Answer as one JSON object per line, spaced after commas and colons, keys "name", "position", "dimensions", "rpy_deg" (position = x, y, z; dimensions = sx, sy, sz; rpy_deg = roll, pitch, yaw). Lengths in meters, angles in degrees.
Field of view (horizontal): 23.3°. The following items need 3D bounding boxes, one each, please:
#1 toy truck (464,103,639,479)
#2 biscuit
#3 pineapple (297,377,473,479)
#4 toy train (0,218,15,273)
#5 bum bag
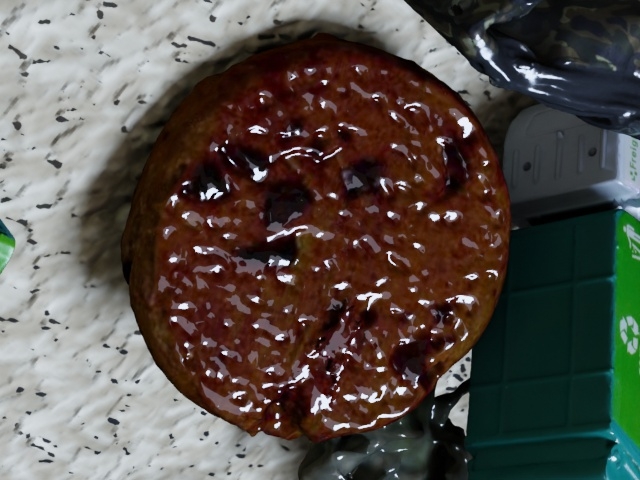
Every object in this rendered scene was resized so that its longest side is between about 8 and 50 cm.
{"name": "toy truck", "position": [0.143, 0.047, 0.779], "dimensions": [0.124, 0.114, 0.253], "rpy_deg": [28, 59, -46]}
{"name": "biscuit", "position": [0.000, 0.000, 0.717], "dimensions": [0.192, 0.049, 0.192], "rpy_deg": [-1, 93, -24]}
{"name": "pineapple", "position": [0.056, 0.170, 0.871], "dimensions": [0.175, 0.175, 0.361], "rpy_deg": [-19, 115, -27]}
{"name": "toy train", "position": [-0.210, -0.020, 0.582], "dimensions": [0.209, 0.042, 0.044], "rpy_deg": [25, 103, -46]}
{"name": "bum bag", "position": [0.143, -0.088, 0.730], "dimensions": [0.248, 0.102, 0.069], "rpy_deg": [18, 112, -28]}
